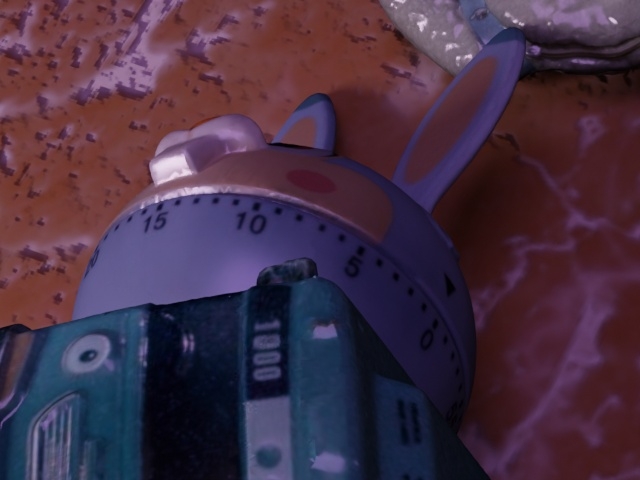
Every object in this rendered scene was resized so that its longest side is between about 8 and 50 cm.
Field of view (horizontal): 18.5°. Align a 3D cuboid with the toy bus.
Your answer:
[{"bbox_3d":[-0.004,0.122,0.637,0.147,0.256,0.128,-15,54,16],"label":"toy bus"}]

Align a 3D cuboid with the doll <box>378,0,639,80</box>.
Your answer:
[{"bbox_3d":[0.131,-0.125,0.895,0.214,0.071,0.103,-13,53,10],"label":"doll"}]

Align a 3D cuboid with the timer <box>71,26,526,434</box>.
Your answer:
[{"bbox_3d":[-0.013,-0.002,0.788,0.175,0.175,0.255,0,61,14],"label":"timer"}]
